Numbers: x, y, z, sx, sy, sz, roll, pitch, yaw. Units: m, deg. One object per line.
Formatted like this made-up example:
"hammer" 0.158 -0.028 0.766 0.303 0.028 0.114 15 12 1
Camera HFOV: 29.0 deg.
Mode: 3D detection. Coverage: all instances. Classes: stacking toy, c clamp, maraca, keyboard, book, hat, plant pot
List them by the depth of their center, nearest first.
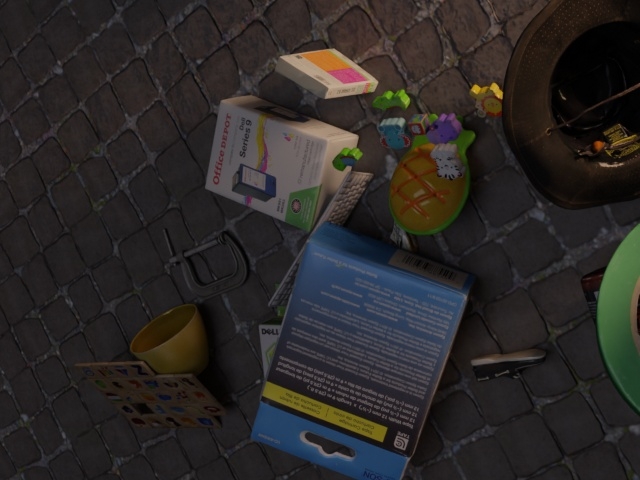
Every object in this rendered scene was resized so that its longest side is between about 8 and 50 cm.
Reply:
"hat" 0.360 -0.210 1.600 0.134 0.331 0.331 -114 43 -57
"stacking toy" 0.141 -0.154 1.766 0.221 0.167 0.052 1 129 35
"maraca" 0.163 -0.096 1.803 0.127 0.099 0.186 9 78 28
"book" 0.012 -0.247 1.837 0.096 0.144 0.035 34 116 23
"keyboard" 0.000 0.000 1.918 0.014 0.072 0.256 39 110 22
"c clamp" -0.196 0.030 2.099 0.160 0.022 0.137 -15 91 34
"plant pot" -0.243 0.186 2.110 0.134 0.134 0.095 -18 114 34

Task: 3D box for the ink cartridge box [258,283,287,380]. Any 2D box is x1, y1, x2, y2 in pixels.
"ink cartridge box" -0.036 0.179 2.001 0.109 0.062 0.209 0 99 33

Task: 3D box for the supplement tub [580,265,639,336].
"supplement tub" 0.430 0.127 1.667 0.106 0.106 0.198 -20 89 34

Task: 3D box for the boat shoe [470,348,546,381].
"boat shoe" 0.277 0.185 1.812 0.125 0.046 0.038 -12 93 37

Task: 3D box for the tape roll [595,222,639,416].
"tape roll" 0.508 0.101 1.544 0.321 0.077 0.321 -2 79 11

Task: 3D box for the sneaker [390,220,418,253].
"sneaker" 0.119 -0.016 1.882 0.037 0.032 0.083 -13 92 34

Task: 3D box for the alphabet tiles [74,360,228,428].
"alphabet tiles" -0.283 0.268 2.135 0.237 0.009 0.198 -6 137 33

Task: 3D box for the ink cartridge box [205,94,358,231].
"ink cartridge box" -0.065 -0.123 1.943 0.212 0.093 0.154 24 112 29

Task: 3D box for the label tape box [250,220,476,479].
"label tape box" 0.061 0.177 1.872 0.249 0.115 0.348 20 113 8
